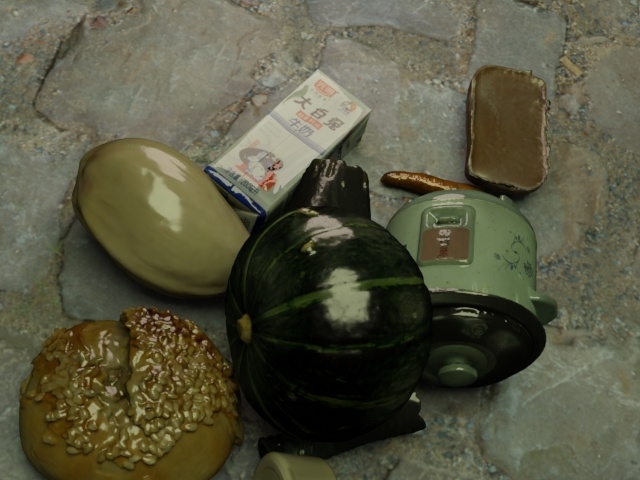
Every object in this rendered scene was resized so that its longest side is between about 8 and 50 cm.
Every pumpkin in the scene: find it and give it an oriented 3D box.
[{"bbox_3d":[0.002,0.111,1.442,0.241,0.323,0.323,-8,62,-34],"label":"pumpkin"}]

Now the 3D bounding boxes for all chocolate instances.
[{"bbox_3d":[0.330,-0.192,1.921,0.161,0.083,0.261,14,63,-11],"label":"chocolate"}]

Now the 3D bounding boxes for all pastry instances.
[{"bbox_3d":[-0.259,0.223,1.475,0.316,0.184,0.284,1,61,-13],"label":"pastry"}]

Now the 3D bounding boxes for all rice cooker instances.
[{"bbox_3d":[0.209,0.086,1.629,0.317,0.264,0.316,-6,53,8],"label":"rice cooker"}]

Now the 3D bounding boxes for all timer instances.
[{"bbox_3d":[0.055,0.374,1.459,0.266,0.175,0.175,2,60,-23],"label":"timer"}]

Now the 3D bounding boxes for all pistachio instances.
[{"bbox_3d":[-0.233,-0.027,1.625,0.332,0.208,0.226,38,39,-1],"label":"pistachio"}]

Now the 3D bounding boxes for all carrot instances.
[{"bbox_3d":[0.200,-0.092,1.854,0.191,0.047,0.047,16,58,-3],"label":"carrot"}]

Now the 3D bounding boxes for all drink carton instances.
[{"bbox_3d":[-0.057,-0.146,1.786,0.130,0.106,0.315,40,59,9],"label":"drink carton"}]

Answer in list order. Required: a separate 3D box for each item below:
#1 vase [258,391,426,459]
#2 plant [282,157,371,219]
[{"bbox_3d":[0.028,0.282,1.565,0.237,0.115,0.115,-23,68,-19],"label":"vase"},{"bbox_3d":[0.000,0.000,1.667,0.142,0.164,0.256,17,73,-22],"label":"plant"}]
